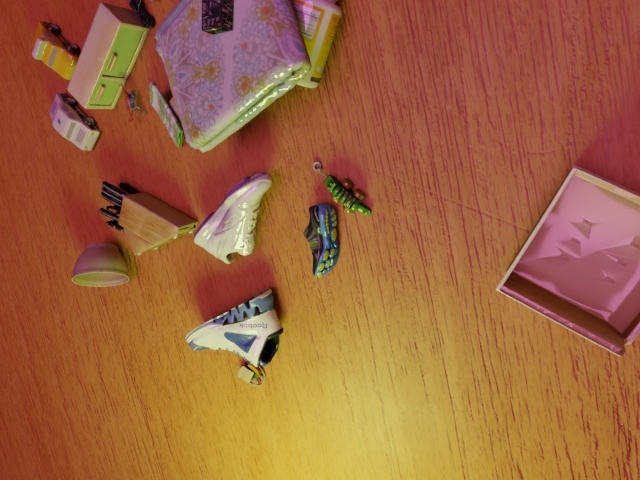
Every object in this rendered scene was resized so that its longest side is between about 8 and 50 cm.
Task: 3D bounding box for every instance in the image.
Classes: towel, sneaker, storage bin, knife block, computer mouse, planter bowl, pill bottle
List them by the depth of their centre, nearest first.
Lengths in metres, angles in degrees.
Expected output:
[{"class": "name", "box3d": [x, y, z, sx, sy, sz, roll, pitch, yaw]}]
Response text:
[{"class": "storage bin", "box3d": [0.518, 0.034, 0.857, 0.260, 0.123, 0.263, 30, 114, 16]}, {"class": "pill bottle", "box3d": [-0.027, -0.451, 0.996, 0.117, 0.117, 0.215, 29, 114, 17]}, {"class": "towel", "box3d": [-0.204, -0.414, 1.012, 0.374, 0.090, 0.321, -26, 79, 35]}, {"class": "sneaker", "box3d": [0.000, 0.000, 1.143, 0.078, 0.067, 0.188, 16, 113, 44]}, {"class": "computer mouse", "box3d": [-0.428, -0.656, 1.182, 0.193, 0.042, 0.106, -42, 79, 34]}, {"class": "sneaker", "box3d": [-0.201, -0.056, 1.209, 0.152, 0.114, 0.305, 44, 123, -6]}, {"class": "towel", "box3d": [-0.414, -0.333, 1.235, 0.152, 0.023, 0.113, 60, 160, 1]}, {"class": "sneaker", "box3d": [-0.223, 0.277, 1.282, 0.315, 0.127, 0.182, -29, 88, 28]}, {"class": "knife block", "box3d": [-0.517, -0.093, 1.348, 0.275, 0.088, 0.242, -20, 95, 29]}, {"class": "planter bowl", "box3d": [-0.689, 0.073, 1.452, 0.162, 0.162, 0.109, -19, 68, 29]}]

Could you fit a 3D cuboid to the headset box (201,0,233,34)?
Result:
[{"class": "headset box", "box3d": [-0.210, -0.469, 0.936, 0.062, 0.032, 0.084, 7, 97, 35]}]

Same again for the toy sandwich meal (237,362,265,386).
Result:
[{"class": "toy sandwich meal", "box3d": [-0.203, 0.396, 1.359, 0.085, 0.029, 0.086, 7, 107, 24]}]

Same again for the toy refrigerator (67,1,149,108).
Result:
[{"class": "toy refrigerator", "box3d": [-0.580, -0.493, 1.265, 0.094, 0.102, 0.269, 45, 117, 9]}]

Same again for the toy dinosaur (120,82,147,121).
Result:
[{"class": "toy dinosaur", "box3d": [-0.538, -0.378, 1.297, 0.047, 0.090, 0.082, -2, 71, 42]}]

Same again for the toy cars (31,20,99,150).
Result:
[{"class": "toy cars", "box3d": [-0.783, -0.460, 1.380, 0.176, 0.087, 0.394, -3, 102, 27]}]

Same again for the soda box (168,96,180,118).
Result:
[{"class": "soda box", "box3d": [-0.309, -0.392, 1.181, 0.181, 0.061, 0.058, -40, 83, 28]}]

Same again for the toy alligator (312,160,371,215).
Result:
[{"class": "toy alligator", "box3d": [0.041, -0.120, 1.088, 0.189, 0.051, 0.056, 43, 117, 10]}]
